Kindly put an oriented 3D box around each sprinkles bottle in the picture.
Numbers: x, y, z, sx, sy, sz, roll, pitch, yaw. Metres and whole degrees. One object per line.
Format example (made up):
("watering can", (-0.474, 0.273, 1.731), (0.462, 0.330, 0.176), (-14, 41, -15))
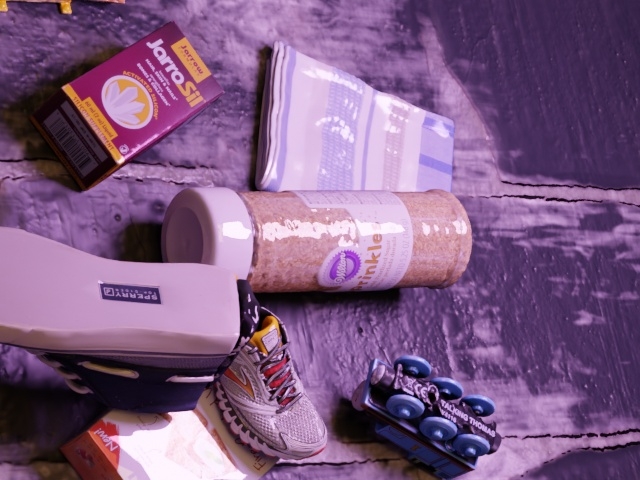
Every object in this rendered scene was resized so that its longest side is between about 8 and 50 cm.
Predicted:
("sprinkles bottle", (0.000, 0.000, 2.016), (0.355, 0.121, 0.121), (-1, 70, -35))

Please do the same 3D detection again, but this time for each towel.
("towel", (0.048, -0.105, 2.174), (0.285, 0.034, 0.209), (23, 58, -28))

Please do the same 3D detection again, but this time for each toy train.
("toy train", (0.117, 0.200, 2.033), (0.184, 0.105, 0.080), (31, 50, -23))

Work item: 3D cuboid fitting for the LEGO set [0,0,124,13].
("LEGO set", (-0.324, -0.326, 1.940), (0.287, 0.107, 0.132), (33, 53, -21))

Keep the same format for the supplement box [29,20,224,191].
("supplement box", (-0.209, -0.149, 1.962), (0.104, 0.081, 0.188), (54, 48, -4))

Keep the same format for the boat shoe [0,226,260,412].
("boat shoe", (-0.240, 0.092, 1.722), (0.340, 0.158, 0.127), (11, 47, -19))

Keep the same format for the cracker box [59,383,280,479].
("cracker box", (-0.135, 0.205, 1.860), (0.156, 0.067, 0.232), (53, 49, -4))

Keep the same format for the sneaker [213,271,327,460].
("sneaker", (-0.068, 0.129, 1.841), (0.225, 0.093, 0.088), (52, 47, -4))
